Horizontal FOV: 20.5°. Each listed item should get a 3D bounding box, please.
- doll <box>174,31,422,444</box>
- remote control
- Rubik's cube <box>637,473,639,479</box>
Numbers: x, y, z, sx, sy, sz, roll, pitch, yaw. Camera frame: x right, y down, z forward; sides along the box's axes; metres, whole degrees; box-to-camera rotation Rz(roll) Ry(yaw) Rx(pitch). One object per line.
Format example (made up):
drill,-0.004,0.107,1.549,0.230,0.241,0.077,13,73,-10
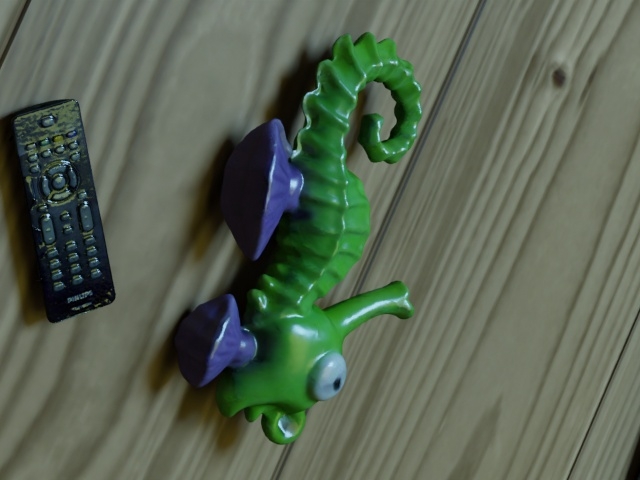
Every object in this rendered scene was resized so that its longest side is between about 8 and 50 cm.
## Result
doll,0.000,0.000,0.791,0.115,0.050,0.190,7,98,-44
remote control,-0.103,-0.012,0.699,0.034,0.016,0.091,-19,120,-23
Rubik's cube,0.365,0.124,1.088,0.237,0.237,0.238,15,95,-48
